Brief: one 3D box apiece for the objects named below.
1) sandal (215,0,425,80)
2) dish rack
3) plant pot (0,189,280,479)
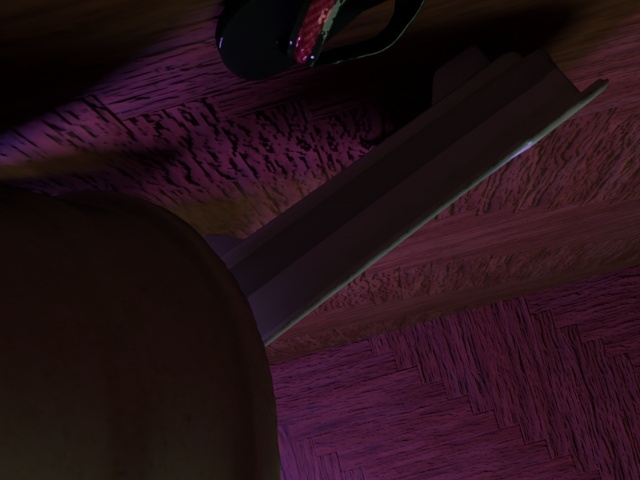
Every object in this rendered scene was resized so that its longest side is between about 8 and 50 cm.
[{"bbox_3d":[0.018,-0.107,0.446,0.067,0.040,0.179,-4,165,-47],"label":"sandal"},{"bbox_3d":[0.000,0.000,0.647,0.333,0.072,0.285,-37,179,-21],"label":"dish rack"},{"bbox_3d":[-0.240,0.085,0.394,0.334,0.333,0.305,-21,149,31],"label":"plant pot"}]
